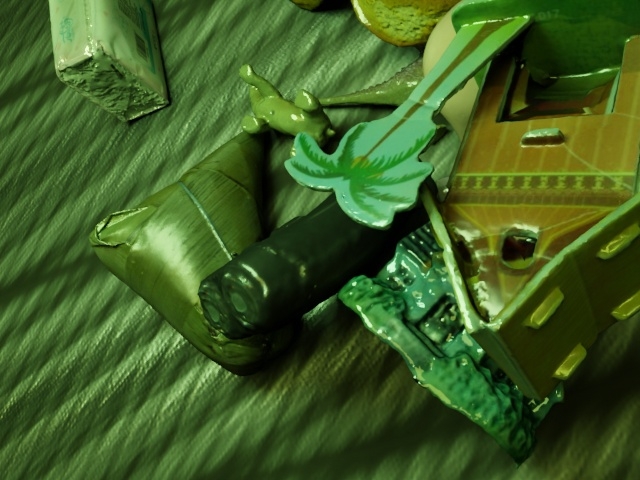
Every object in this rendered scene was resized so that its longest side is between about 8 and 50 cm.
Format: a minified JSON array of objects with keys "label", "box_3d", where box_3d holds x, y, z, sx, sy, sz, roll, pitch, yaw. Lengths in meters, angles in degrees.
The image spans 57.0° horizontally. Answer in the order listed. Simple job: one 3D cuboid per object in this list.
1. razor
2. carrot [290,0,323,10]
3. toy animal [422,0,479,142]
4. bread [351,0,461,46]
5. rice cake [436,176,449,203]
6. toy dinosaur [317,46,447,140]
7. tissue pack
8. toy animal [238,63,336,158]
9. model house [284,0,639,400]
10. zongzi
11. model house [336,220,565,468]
[{"label":"razor","box_3d":[0.003,0.003,0.756,0.327,0.189,0.107,-38,97,-31]},{"label":"carrot","box_3d":[0.004,-0.562,0.927,0.241,0.241,0.340,45,107,27]},{"label":"toy animal","box_3d":[0.284,-0.250,0.704,0.327,0.269,0.237,-11,44,-8]},{"label":"bread","box_3d":[0.167,-0.405,0.832,0.269,0.145,0.268,-2,78,7]},{"label":"rice cake","box_3d":[0.315,-0.096,0.785,0.365,0.056,0.072,-16,67,17]},{"label":"toy dinosaur","box_3d":[0.121,-0.236,0.911,0.251,0.072,0.199,-43,55,16]},{"label":"tissue pack","box_3d":[-0.393,-0.383,1.087,0.124,0.201,0.271,-24,65,18]},{"label":"toy animal","box_3d":[-0.062,-0.207,0.957,0.219,0.101,0.103,30,107,26]},{"label":"model house","box_3d":[0.169,-0.019,0.577,0.340,0.300,0.323,3,60,36]},{"label":"zongzi","box_3d":[-0.109,-0.005,0.913,0.323,0.160,0.360,40,65,10]},{"label":"model house","box_3d":[0.201,0.080,0.688,0.241,0.226,0.261,-47,65,-2]}]
